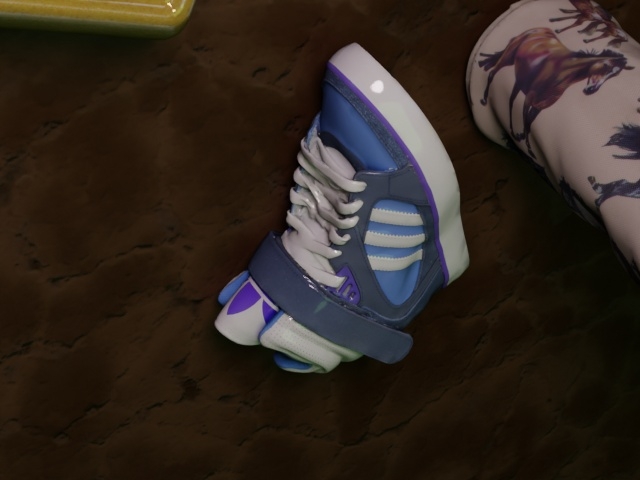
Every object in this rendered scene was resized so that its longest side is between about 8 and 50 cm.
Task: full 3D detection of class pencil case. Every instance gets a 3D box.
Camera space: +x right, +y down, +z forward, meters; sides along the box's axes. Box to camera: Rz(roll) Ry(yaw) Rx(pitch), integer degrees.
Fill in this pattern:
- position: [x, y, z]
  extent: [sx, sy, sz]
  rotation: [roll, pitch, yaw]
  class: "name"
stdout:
- position: [0.295, -0.040, 1.313]
  extent: [0.160, 0.410, 0.183]
  rotation: [-36, 144, 0]
  class: "pencil case"

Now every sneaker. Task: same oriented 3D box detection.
- position: [0.000, 0.000, 1.349]
  extent: [0.236, 0.130, 0.323]
  rotation: [-36, 143, -9]
  class: "sneaker"

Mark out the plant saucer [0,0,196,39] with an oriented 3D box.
- position: [-0.162, -0.263, 0.952]
  extent: [0.333, 0.081, 0.332]
  rotation: [-2, 127, -40]
  class: "plant saucer"
